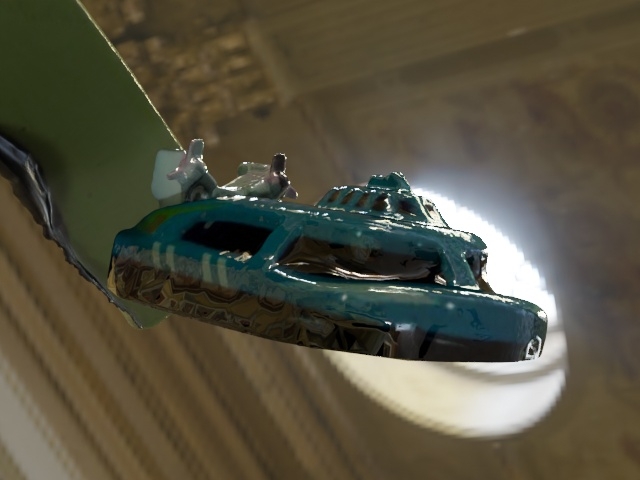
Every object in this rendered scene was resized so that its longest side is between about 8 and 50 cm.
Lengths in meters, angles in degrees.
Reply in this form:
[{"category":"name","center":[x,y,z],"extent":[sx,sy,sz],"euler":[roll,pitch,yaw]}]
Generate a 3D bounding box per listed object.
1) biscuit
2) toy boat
[{"category":"biscuit","center":[-0.138,-0.054,1.074],"extent":[0.099,0.038,0.322],"euler":[-44,-38,-8]},{"category":"toy boat","center":[0.000,0.000,0.955],"extent":[0.134,0.299,0.092],"euler":[6,-88,-33]}]
